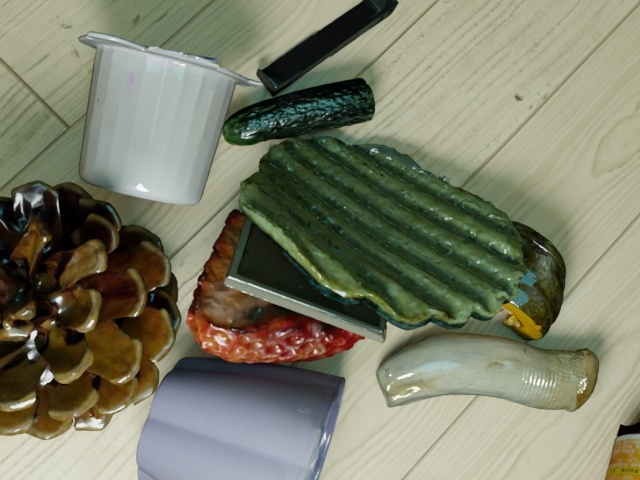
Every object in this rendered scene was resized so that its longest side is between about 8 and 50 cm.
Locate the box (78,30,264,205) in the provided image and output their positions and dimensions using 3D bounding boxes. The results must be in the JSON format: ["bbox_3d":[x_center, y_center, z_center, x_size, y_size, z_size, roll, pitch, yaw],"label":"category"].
[{"bbox_3d":[-0.243,-0.164,1.269,0.263,0.291,0.206,13,95,16],"label":"box"}]

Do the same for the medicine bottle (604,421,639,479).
[{"bbox_3d":[0.565,0.313,1.359,0.243,0.242,0.395,20,68,-6],"label":"medicine bottle"}]

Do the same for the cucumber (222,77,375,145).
[{"bbox_3d":[-0.038,-0.198,1.404,0.242,0.074,0.074,-13,85,-11],"label":"cucumber"}]

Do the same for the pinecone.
[{"bbox_3d":[-0.361,0.071,1.161,0.385,0.384,0.384,1,82,-9],"label":"pinecone"}]

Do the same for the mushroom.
[{"bbox_3d":[0.260,0.207,1.389,0.351,0.095,0.122,2,99,-7],"label":"mushroom"}]

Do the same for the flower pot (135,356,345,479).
[{"bbox_3d":[-0.115,0.288,1.245,0.243,0.265,0.265,15,80,5],"label":"flower pot"}]

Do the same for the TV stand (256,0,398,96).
[{"bbox_3d":[0.012,-0.326,1.446,0.256,0.040,0.049,-37,89,-12],"label":"TV stand"}]

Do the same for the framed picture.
[{"bbox_3d":[0.000,0.000,1.302,0.232,0.024,0.315,22,36,-7],"label":"framed picture"}]

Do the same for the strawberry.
[{"bbox_3d":[-0.057,0.103,1.282,0.253,0.150,0.280,24,38,-3],"label":"strawberry"}]

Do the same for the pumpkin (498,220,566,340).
[{"bbox_3d":[0.283,0.038,1.397,0.248,0.126,0.131,35,76,-3],"label":"pumpkin"}]

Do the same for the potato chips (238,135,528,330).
[{"bbox_3d":[0.089,-0.023,1.292,0.429,0.070,0.358,34,41,13],"label":"potato chips"}]
